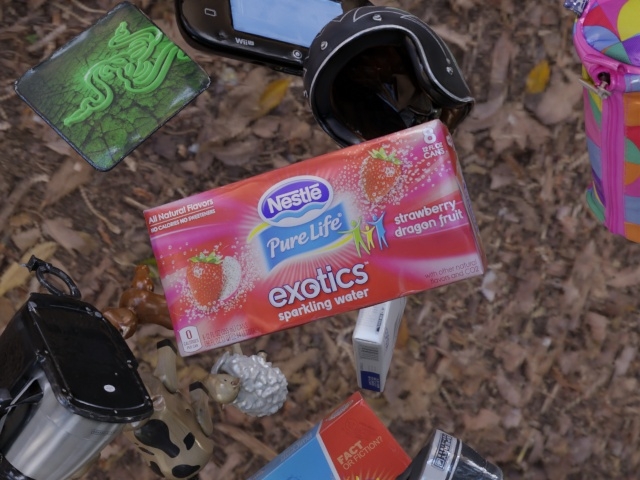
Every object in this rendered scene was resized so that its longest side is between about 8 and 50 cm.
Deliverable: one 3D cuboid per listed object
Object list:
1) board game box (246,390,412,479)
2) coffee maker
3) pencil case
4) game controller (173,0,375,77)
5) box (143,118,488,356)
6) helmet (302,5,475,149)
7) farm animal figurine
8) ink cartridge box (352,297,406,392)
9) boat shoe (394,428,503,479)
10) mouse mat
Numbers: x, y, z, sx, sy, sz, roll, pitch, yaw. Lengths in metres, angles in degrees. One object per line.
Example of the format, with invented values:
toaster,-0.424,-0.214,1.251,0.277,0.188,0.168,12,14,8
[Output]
board game box,0.066,0.442,1.485,0.242,0.064,0.316,-39,94,-2
coffee maker,-0.238,0.141,0.757,0.120,0.171,0.178,31,110,-30
pencil case,0.236,-0.088,0.678,0.104,0.104,0.236,-51,145,-13
game controller,-0.046,-0.291,1.235,0.319,0.166,0.067,7,138,-28
box,0.000,0.000,0.774,0.256,0.122,0.128,-16,87,11
helmet,0.064,-0.163,0.966,0.169,0.169,0.161,-37,80,-22
farm animal figurine,-0.252,0.213,1.180,0.330,0.172,0.327,-36,125,18
ink cartridge box,0.097,0.085,1.359,0.223,0.045,0.224,80,23,-64
boat shoe,0.138,0.329,1.130,0.306,0.105,0.113,110,5,-48
mouse mat,-0.241,-0.185,1.091,0.152,0.007,0.190,43,64,2
